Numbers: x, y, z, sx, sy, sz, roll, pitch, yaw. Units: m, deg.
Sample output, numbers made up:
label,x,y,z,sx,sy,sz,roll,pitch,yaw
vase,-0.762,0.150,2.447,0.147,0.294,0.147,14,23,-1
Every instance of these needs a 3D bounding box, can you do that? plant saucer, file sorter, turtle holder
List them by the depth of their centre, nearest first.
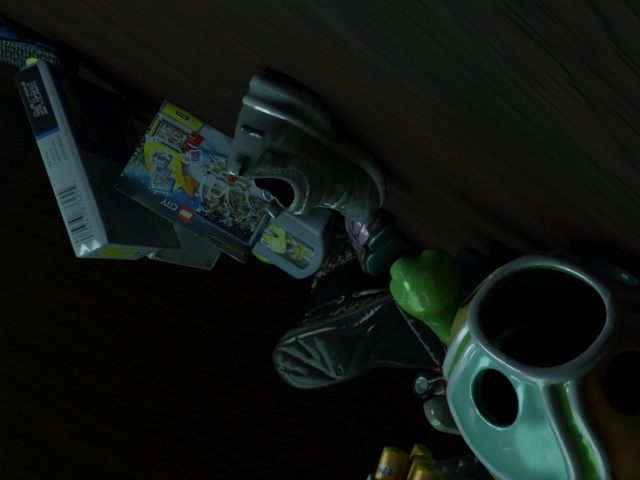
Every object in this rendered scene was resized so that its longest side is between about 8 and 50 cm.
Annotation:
label,x,y,z,sx,sy,sz,roll,pitch,yaw
turtle holder,0.228,0.105,1.009,0.227,0.243,0.320,53,-168,-45
plant saucer,-0.267,-0.200,1.778,0.168,0.029,0.168,30,176,2
file sorter,-0.304,-0.074,2.194,0.173,0.193,0.277,33,-175,21

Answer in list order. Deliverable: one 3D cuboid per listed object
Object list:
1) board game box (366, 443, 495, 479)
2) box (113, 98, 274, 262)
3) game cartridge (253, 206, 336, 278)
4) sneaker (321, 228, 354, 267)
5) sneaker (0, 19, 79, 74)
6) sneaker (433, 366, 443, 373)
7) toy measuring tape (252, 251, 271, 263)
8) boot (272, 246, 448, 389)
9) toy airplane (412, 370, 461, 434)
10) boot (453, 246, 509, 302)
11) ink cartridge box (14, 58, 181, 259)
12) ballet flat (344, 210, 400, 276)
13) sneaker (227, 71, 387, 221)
label,x,y,z,sx,sy,sz,roll,pitch,yaw
board game box,0.309,0.306,1.103,0.390,0.050,0.390,25,-166,39
box,-0.179,-0.090,1.614,0.233,0.159,0.044,31,175,-6
game cartridge,-0.071,-0.023,1.859,0.196,0.060,0.294,29,160,1
sneaker,0.000,0.000,2.051,0.232,0.090,0.115,40,180,-10
sneaker,-0.488,-0.322,1.698,0.209,0.082,0.069,15,138,1
sneaker,0.277,0.224,1.790,0.276,0.098,0.135,38,173,-31
toy measuring tape,-0.058,0.026,2.416,0.330,0.121,0.121,29,175,12
boot,0.121,0.100,1.709,0.138,0.377,0.284,64,-161,-19
toy airplane,0.393,0.353,2.186,0.384,0.272,0.386,36,-155,-3
boot,0.362,0.183,1.294,0.445,0.146,0.367,25,166,22
ink cartridge box,-0.356,-0.117,1.692,0.307,0.072,0.304,19,-132,-79
ballet flat,0.073,-0.010,1.556,0.079,0.077,0.221,47,176,17
sneaker,-0.023,-0.072,1.107,0.105,0.115,0.281,27,175,32
